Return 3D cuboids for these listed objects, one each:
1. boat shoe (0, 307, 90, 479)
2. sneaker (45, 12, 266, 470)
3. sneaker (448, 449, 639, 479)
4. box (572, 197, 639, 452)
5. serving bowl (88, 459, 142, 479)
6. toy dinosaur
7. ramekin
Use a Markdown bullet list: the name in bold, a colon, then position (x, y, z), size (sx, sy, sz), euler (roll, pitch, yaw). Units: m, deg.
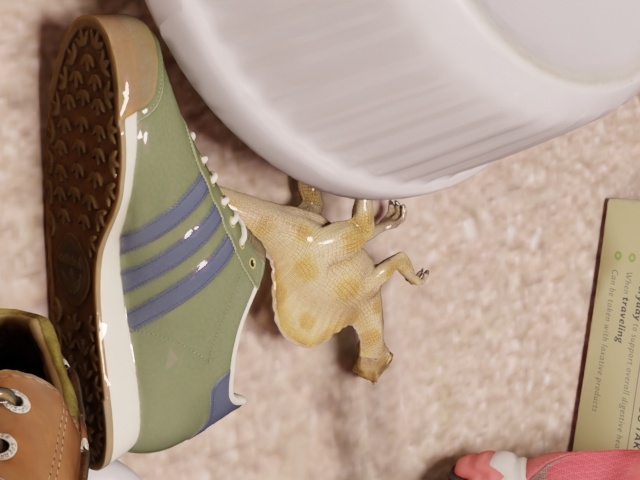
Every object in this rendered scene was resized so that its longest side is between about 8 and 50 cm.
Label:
- **boat shoe**: position (-0.134, 0.092, 0.655), size (0.110, 0.307, 0.104), euler (3, 99, -6)
- **sneaker**: position (-0.064, -0.002, 0.823), size (0.086, 0.064, 0.192), euler (-9, 110, -34)
- **sneaker**: position (0.139, 0.180, 0.873), size (0.136, 0.314, 0.116), euler (-13, 117, 5)
- **box**: position (0.260, 0.099, 1.010), size (0.117, 0.243, 0.214), euler (7, 92, -42)
- **serving bowl**: position (-0.098, 0.134, 0.841), size (0.083, 0.027, 0.083), euler (-8, 102, -42)
- **toy dinosaur**: position (0.000, 0.000, 0.891), size (0.183, 0.053, 0.093), euler (43, 70, -37)
- **ramekin**: position (0.053, -0.156, 0.825), size (0.273, 0.127, 0.273), euler (9, 78, -46)
